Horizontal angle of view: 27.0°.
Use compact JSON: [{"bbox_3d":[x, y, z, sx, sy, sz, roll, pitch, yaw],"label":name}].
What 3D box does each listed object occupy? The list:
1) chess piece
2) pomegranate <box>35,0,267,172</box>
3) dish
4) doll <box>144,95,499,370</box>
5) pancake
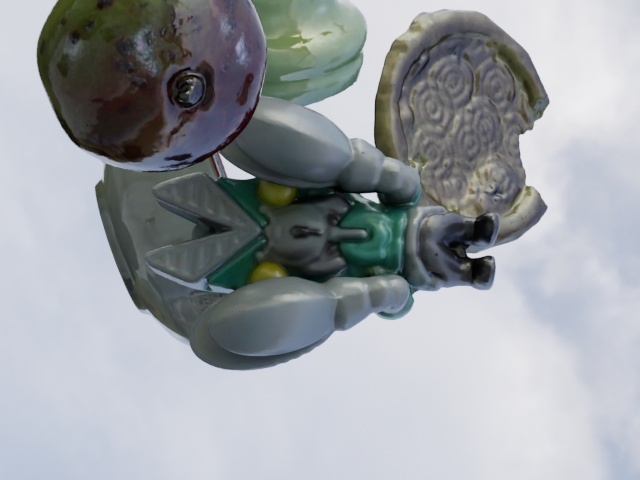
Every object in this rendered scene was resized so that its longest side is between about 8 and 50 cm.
[{"bbox_3d":[-0.046,-0.267,1.057,0.176,0.176,0.298,31,-49,42],"label":"chess piece"},{"bbox_3d":[-0.097,-0.100,0.756,0.159,0.129,0.129,174,-94,-77],"label":"pomegranate"},{"bbox_3d":[-0.132,-0.011,1.235,0.256,0.117,0.256,161,-90,-89],"label":"dish"},{"bbox_3d":[-0.005,-0.019,0.993,0.153,0.258,0.195,82,-15,-73],"label":"doll"},{"bbox_3d":[0.134,-0.103,1.222,0.029,0.212,0.235,-17,-111,53],"label":"pancake"}]
